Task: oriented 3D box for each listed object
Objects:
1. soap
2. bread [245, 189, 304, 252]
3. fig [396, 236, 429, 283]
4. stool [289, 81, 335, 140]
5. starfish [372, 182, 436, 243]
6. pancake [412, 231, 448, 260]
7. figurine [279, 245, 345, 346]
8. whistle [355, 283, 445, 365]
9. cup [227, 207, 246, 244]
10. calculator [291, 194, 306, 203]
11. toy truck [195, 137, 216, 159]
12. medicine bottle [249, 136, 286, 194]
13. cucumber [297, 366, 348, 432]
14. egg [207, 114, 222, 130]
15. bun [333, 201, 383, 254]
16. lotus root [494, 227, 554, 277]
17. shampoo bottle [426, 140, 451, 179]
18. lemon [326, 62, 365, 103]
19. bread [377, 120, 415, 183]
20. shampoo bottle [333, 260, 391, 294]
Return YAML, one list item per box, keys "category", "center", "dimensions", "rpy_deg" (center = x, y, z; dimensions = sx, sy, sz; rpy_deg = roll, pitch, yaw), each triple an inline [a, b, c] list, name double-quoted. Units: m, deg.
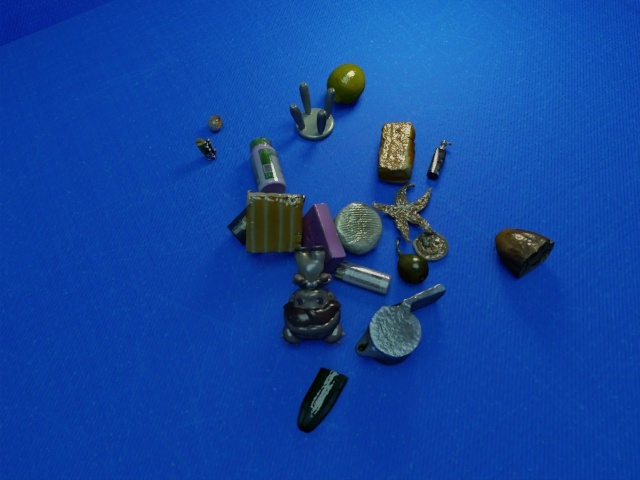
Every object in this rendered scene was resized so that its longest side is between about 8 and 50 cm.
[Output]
- category: "soap"
  center: [-0.002, 0.000, 1.698]
  dimensions: [0.081, 0.181, 0.260]
  rpy_deg: [-3, 62, -33]
- category: "bread"
  center: [-0.188, -0.079, 1.688]
  dimensions: [0.239, 0.111, 0.246]
  rpy_deg: [-1, 103, -12]
- category: "fig"
  center: [0.355, 0.073, 1.696]
  dimensions: [0.124, 0.124, 0.236]
  rpy_deg: [-21, 51, -6]
- category: "stool"
  center: [-0.032, -0.613, 1.979]
  dimensions: [0.195, 0.199, 0.196]
  rpy_deg: [16, 69, 9]
- category: "starfish"
  center: [0.388, -0.119, 1.801]
  dimensions: [0.298, 0.060, 0.303]
  rpy_deg: [-12, 59, -9]
- category: "pancake"
  center: [0.470, 0.024, 1.749]
  dimensions: [0.151, 0.025, 0.152]
  rpy_deg: [-1, 65, 1]
- category: "figurine"
  center: [-0.036, 0.212, 1.564]
  dimensions: [0.248, 0.203, 0.381]
  rpy_deg: [-3, 90, 0]
- category: "whistle"
  center: [0.303, 0.300, 1.555]
  dimensions: [0.188, 0.168, 0.405]
  rpy_deg: [31, 66, 15]
- category: "cup"
  center: [-0.298, -0.053, 1.782]
  dimensions: [0.155, 0.131, 0.176]
  rpy_deg: [-40, 89, -10]
- category: "calculator"
  center: [-0.145, -0.123, 1.827]
  dimensions: [0.126, 0.034, 0.191]
  rpy_deg: [4, 65, 27]
- category: "toy truck"
  center: [-0.545, -0.437, 1.965]
  dimensions: [0.062, 0.123, 0.052]
  rpy_deg: [-5, 65, 8]
- category: "medicine bottle"
  center: [-0.250, -0.340, 1.898]
  dimensions: [0.133, 0.133, 0.274]
  rpy_deg: [-16, 66, -4]
- category: "cucumber"
  center: [-0.003, 0.582, 1.499]
  dimensions: [0.115, 0.063, 0.244]
  rpy_deg: [25, 71, 15]
- category: "egg"
  center: [-0.527, -0.591, 2.065]
  dimensions: [0.071, 0.071, 0.083]
  rpy_deg: [8, 48, 7]
- category: "bun"
  center: [0.156, -0.047, 1.739]
  dimensions: [0.220, 0.134, 0.221]
  rpy_deg: [2, 81, -14]
- category: "lotus root"
  center: [0.808, 0.019, 1.654]
  dimensions: [0.199, 0.188, 0.180]
  rpy_deg: [-31, 53, -9]
- category: "shampoo bottle"
  center: [0.552, -0.379, 1.913]
  dimensions: [0.063, 0.057, 0.208]
  rpy_deg: [20, 68, 12]
- category: "lemon"
  center: [0.134, -0.790, 2.061]
  dimensions: [0.184, 0.184, 0.249]
  rpy_deg: [30, 71, 16]
- category: "bread"
  center: [0.352, -0.406, 1.896]
  dimensions: [0.166, 0.132, 0.295]
  rpy_deg: [7, 67, 7]
- category: "shampoo bottle"
  center: [0.172, 0.151, 1.689]
  dimensions: [0.227, 0.056, 0.086]
  rpy_deg: [17, 69, 10]
